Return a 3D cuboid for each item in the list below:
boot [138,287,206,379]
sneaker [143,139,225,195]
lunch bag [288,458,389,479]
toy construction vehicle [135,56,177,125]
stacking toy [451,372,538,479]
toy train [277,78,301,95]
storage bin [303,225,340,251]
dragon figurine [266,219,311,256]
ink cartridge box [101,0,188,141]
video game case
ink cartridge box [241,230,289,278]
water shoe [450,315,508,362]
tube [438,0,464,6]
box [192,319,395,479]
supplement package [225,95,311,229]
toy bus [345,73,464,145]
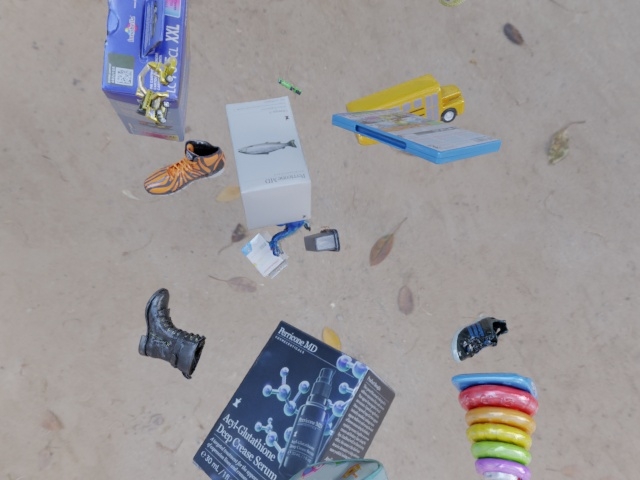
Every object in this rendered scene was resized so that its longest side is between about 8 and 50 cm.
[{"bbox_3d":[-0.480,0.307,1.418,0.229,0.091,0.263,10,88,21],"label":"boot"},{"bbox_3d":[-0.516,-0.286,1.582,0.321,0.180,0.125,-27,75,-17],"label":"sneaker"},{"bbox_3d":[-0.033,0.388,0.513,0.279,0.224,0.108,-21,76,-44],"label":"lunch bag"},{"bbox_3d":[-0.242,-0.216,0.611,0.035,0.086,0.098,13,89,-37],"label":"toy construction vehicle"},{"bbox_3d":[0.369,0.437,0.873,0.165,0.175,0.302,-11,46,30],"label":"stacking toy"},{"bbox_3d":[-0.094,-0.470,1.295,0.083,0.024,0.017,24,115,-17],"label":"toy train"},{"bbox_3d":[0.000,0.000,1.556,0.091,0.135,0.098,-10,96,-25],"label":"storage bin"},{"bbox_3d":[-0.113,-0.089,1.329,0.144,0.085,0.289,-8,101,-13],"label":"dragon figurine"},{"bbox_3d":[-0.374,-0.404,0.940,0.151,0.395,0.270,4,88,-14],"label":"ink cartridge box"},{"bbox_3d":[0.111,-0.130,0.507,0.119,0.015,0.166,-18,37,-36],"label":"video game case"},{"bbox_3d":[-0.184,0.052,1.464,0.092,0.090,0.143,-41,88,12],"label":"ink cartridge box"},{"bbox_3d":[0.417,0.251,1.105,0.203,0.080,0.073,-26,100,-38],"label":"water shoe"},{"bbox_3d":[0.210,-0.444,0.642,0.070,0.240,0.062,-36,84,14],"label":"tube"},{"bbox_3d":[-0.054,0.452,1.032,0.293,0.212,0.395,18,66,38],"label":"box"},{"bbox_3d":[-0.083,-0.124,0.672,0.105,0.105,0.179,-11,62,-9],"label":"supplement package"},{"bbox_3d":[0.254,-0.395,1.268,0.332,0.130,0.108,-19,44,4],"label":"toy bus"}]
